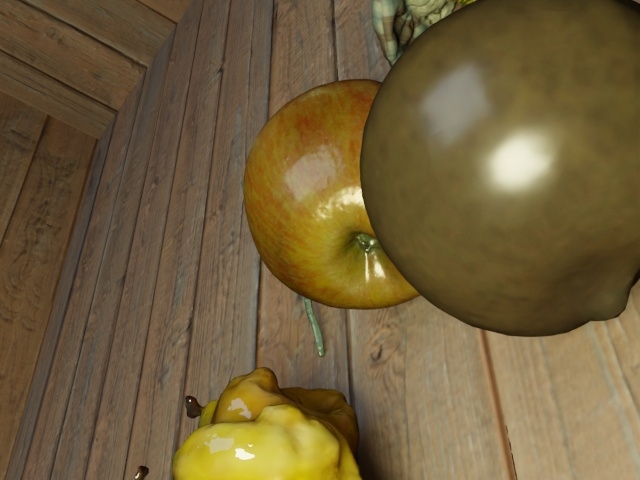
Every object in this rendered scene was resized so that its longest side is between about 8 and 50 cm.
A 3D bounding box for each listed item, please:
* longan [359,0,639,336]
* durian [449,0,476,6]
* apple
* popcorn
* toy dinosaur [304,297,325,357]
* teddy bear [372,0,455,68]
[{"bbox_3d":[0.176,-0.065,0.729,0.297,0.297,0.297,-45,30,35],"label":"longan"},{"bbox_3d":[0.235,-0.383,1.059,0.236,0.177,0.200,-58,34,23],"label":"durian"},{"bbox_3d":[0.045,-0.043,0.996,0.264,0.264,0.264,-45,30,35],"label":"apple"},{"bbox_3d":[-0.042,0.268,0.878,0.315,0.281,0.297,-69,-10,-48],"label":"popcorn"},{"bbox_3d":[0.004,-0.030,1.260,0.129,0.076,0.382,95,-174,-49],"label":"toy dinosaur"},{"bbox_3d":[0.107,-0.488,1.267,0.362,0.375,0.327,-44,-18,1],"label":"teddy bear"}]
